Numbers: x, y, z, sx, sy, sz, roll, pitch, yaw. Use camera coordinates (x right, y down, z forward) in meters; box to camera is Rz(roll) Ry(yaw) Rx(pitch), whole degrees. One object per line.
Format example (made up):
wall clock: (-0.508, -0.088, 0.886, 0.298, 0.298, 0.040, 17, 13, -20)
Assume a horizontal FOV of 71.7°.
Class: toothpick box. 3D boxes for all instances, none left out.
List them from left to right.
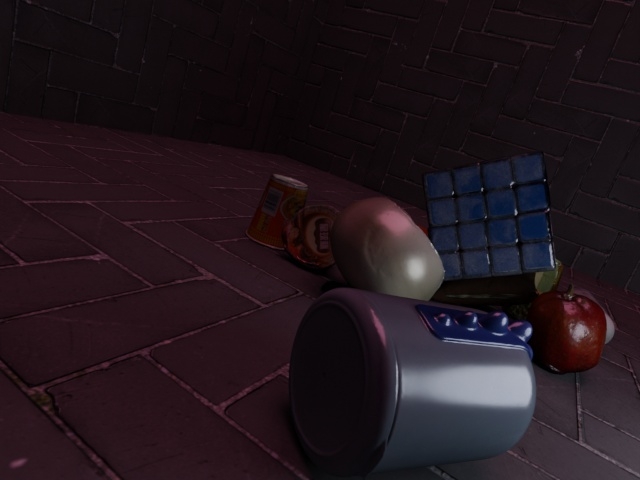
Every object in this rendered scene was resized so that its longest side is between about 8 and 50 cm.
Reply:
toothpick box: (0.161, 0.196, 0.652, 0.354, 0.263, 0.263, 12, 16, -29)

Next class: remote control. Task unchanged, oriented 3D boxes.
remote control: (0.082, 0.162, 1.099, 0.072, 0.042, 0.222, 7, 18, -42)

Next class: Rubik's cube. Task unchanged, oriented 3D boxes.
Rubik's cube: (0.522, -0.076, 1.397, 0.344, 0.338, 0.343, -7, 4, 23)

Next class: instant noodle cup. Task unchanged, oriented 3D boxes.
instant noodle cup: (-0.131, -0.100, 1.454, 0.193, 0.212, 0.193, 17, 14, -4)

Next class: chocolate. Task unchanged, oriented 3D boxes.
chocolate: (-0.006, 0.005, 1.377, 0.221, 0.221, 0.147, 21, -12, 10)

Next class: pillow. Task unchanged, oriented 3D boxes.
pillow: (0.539, 0.141, 1.446, 0.307, 0.109, 0.305, -4, 9, 25)

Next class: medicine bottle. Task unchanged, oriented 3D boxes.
medicine bottle: (0.930, 0.269, 1.554, 0.130, 0.130, 0.341, 23, 15, 16)

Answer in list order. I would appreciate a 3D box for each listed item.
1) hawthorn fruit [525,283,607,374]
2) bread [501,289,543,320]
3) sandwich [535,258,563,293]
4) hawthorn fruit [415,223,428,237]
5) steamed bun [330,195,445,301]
hawthorn fruit: (0.651, 0.228, 1.190, 0.215, 0.250, 0.215, -7, 17, 2)
bread: (0.727, 0.237, 1.484, 0.138, 0.102, 0.196, 4, 23, -36)
sandwich: (0.810, 0.144, 1.671, 0.155, 0.228, 0.198, 28, 18, 31)
hawthorn fruit: (0.339, 0.028, 1.703, 0.165, 0.165, 0.285, 26, 22, 27)
steamed bun: (0.153, 0.049, 1.153, 0.324, 0.206, 0.324, 52, -6, 8)
